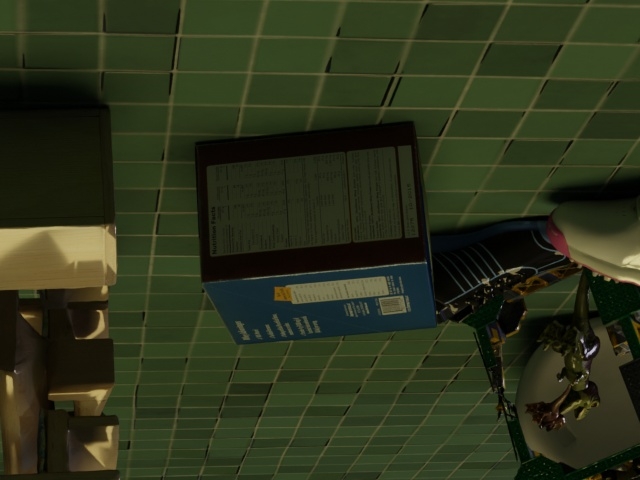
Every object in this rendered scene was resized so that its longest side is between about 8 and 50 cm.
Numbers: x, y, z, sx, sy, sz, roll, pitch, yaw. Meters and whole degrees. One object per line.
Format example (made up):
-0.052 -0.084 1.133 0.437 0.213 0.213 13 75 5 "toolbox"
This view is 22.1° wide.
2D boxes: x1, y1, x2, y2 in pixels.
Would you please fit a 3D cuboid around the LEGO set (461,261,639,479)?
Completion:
0.306 0.153 1.789 0.255 0.331 0.192 -34 150 19 "LEGO set"

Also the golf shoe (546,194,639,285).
0.379 -0.021 1.613 0.306 0.115 0.140 8 123 3 "golf shoe"

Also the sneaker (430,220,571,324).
0.163 0.039 1.726 0.232 0.090 0.081 -8 159 14 "sneaker"

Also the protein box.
0.000 0.000 1.535 0.201 0.136 0.200 -5 160 5 "protein box"

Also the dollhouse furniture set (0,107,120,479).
-0.310 0.089 1.451 0.256 0.362 0.394 -1 132 -8 "dollhouse furniture set"

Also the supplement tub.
0.374 0.252 2.115 0.241 0.241 0.331 -5 160 6 "supplement tub"
